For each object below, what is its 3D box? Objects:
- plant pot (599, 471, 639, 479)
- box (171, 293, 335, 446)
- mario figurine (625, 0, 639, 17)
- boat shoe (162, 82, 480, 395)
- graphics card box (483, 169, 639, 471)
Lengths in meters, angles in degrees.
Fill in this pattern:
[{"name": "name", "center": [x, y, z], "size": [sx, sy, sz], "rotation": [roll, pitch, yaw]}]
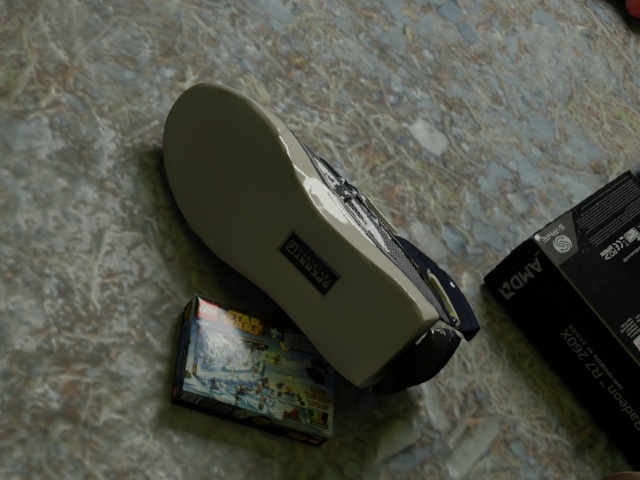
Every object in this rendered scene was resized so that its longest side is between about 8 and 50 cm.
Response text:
[{"name": "plant pot", "center": [0.211, 0.327, 0.831], "size": [0.230, 0.215, 0.215], "rotation": [-29, 76, -30]}, {"name": "box", "center": [-0.052, 0.109, 0.919], "size": [0.137, 0.027, 0.094], "rotation": [21, 49, -21]}, {"name": "mario figurine", "center": [0.440, -0.464, 1.603], "size": [0.320, 0.170, 0.198], "rotation": [36, 43, -5]}, {"name": "boat shoe", "center": [0.000, 0.000, 0.995], "size": [0.340, 0.127, 0.158], "rotation": [52, 17, 22]}, {"name": "graphics card box", "center": [0.366, 0.119, 1.157], "size": [0.233, 0.094, 0.371], "rotation": [-30, 79, -44]}]
